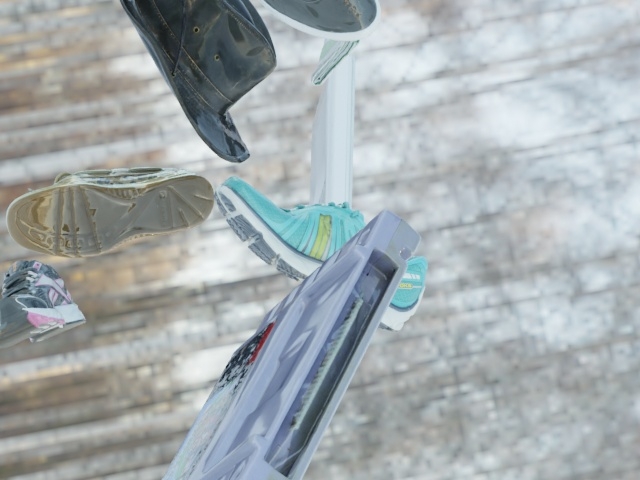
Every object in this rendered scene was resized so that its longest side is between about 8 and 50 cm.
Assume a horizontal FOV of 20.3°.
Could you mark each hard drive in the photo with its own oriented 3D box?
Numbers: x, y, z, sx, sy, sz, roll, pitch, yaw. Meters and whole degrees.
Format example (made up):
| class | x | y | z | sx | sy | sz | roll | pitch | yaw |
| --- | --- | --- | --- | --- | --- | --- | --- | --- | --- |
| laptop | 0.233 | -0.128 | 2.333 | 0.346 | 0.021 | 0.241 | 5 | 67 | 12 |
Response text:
| class | x | y | z | sx | sy | sz | roll | pitch | yaw |
| --- | --- | --- | --- | --- | --- | --- | --- | --- | --- |
| hard drive | 0.015 | -0.098 | 2.684 | 0.203 | 0.040 | 0.308 | 107 | -12 | -56 |

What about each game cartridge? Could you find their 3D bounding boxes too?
| class | x | y | z | sx | sy | sz | roll | pitch | yaw |
| --- | --- | --- | --- | --- | --- | --- | --- | --- | --- |
| game cartridge | -0.049 | 0.146 | 1.539 | 0.230 | 0.068 | 0.355 | -37 | -163 | 44 |

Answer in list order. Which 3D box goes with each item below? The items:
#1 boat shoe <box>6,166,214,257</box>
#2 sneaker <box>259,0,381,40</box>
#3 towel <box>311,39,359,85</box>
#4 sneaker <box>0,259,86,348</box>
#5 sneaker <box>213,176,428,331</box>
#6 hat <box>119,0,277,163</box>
| class | x | y | z | sx | sy | sz | roll | pitch | yaw |
| --- | --- | --- | --- | --- | --- | --- | --- | --- | --- |
| boat shoe | -0.288 | -0.044 | 2.401 | 0.089 | 0.285 | 0.105 | -142 | -129 | -58 |
| sneaker | -0.052 | -0.338 | 1.988 | 0.295 | 0.104 | 0.147 | 42 | -8 | 7 |
| towel | 0.028 | -0.292 | 2.415 | 0.113 | 0.023 | 0.152 | -44 | -154 | 46 |
| sneaker | -0.285 | 0.057 | 1.721 | 0.178 | 0.072 | 0.077 | 39 | 27 | -86 |
| sneaker | 0.000 | 0.000 | 2.074 | 0.110 | 0.275 | 0.107 | -60 | -167 | -8 |
| hat | -0.145 | -0.273 | 2.385 | 0.331 | 0.134 | 0.331 | 58 | 8 | -12 |
